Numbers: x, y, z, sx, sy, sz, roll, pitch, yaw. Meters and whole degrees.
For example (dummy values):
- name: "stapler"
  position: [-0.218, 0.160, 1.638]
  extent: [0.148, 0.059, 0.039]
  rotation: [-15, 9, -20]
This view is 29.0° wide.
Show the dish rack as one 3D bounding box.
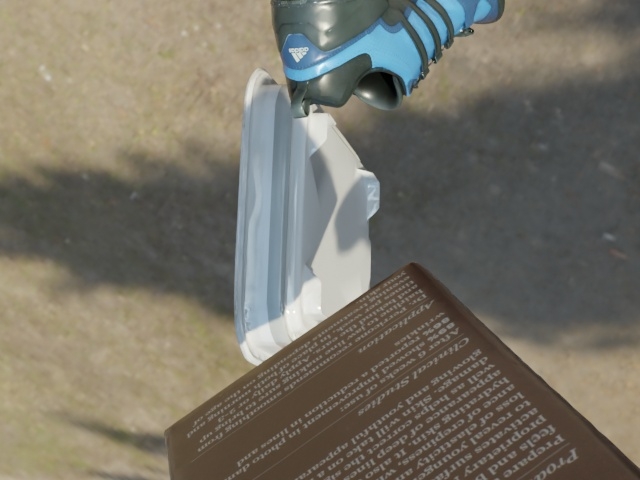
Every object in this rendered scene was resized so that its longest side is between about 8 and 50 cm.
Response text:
- name: "dish rack"
  position: [0.000, 0.000, 1.264]
  extent: [0.072, 0.285, 0.333]
  rotation: [-2, 166, 14]

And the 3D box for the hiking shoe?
- name: "hiking shoe"
  position: [0.056, -0.177, 1.040]
  extent: [0.113, 0.304, 0.132]
  rotation: [7, 103, 39]

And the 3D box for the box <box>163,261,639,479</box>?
- name: "box"
  position: [0.049, 0.154, 0.571]
  extent: [0.143, 0.191, 0.381]
  rotation: [56, 180, -15]
